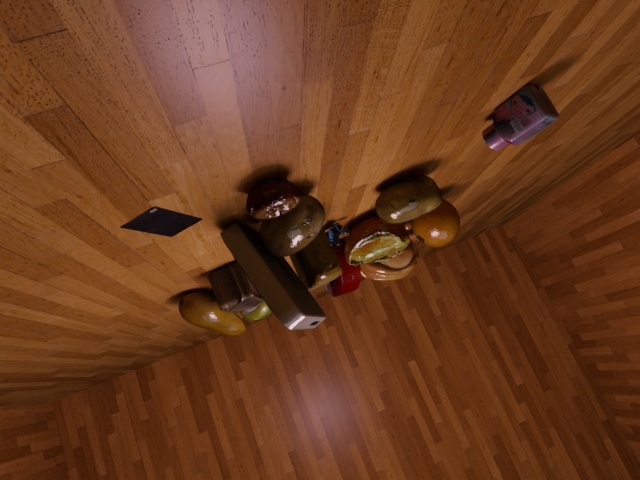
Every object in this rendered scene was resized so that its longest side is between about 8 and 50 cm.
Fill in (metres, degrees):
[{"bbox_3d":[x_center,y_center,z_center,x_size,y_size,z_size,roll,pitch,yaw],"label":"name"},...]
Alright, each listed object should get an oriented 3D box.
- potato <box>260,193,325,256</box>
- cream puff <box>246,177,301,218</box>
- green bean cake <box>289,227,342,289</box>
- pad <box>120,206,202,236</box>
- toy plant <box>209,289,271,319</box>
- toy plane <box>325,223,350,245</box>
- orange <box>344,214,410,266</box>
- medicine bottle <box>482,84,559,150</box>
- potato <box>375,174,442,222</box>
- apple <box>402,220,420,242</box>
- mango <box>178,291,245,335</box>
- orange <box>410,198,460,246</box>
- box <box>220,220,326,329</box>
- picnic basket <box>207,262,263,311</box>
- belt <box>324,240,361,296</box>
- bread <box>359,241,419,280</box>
[{"bbox_3d":[-0.093,-0.037,1.311,0.174,0.159,0.251,13,144,-31],"label":"potato"},{"bbox_3d":[-0.127,-0.113,1.140,0.149,0.084,0.149,-19,169,-4],"label":"cream puff"},{"bbox_3d":[-0.026,0.047,1.570,0.124,0.236,0.233,-19,168,-24],"label":"green bean cake"},{"bbox_3d":[-0.406,-0.045,1.125,0.116,0.004,0.193,-26,166,15],"label":"pad"},{"bbox_3d":[-0.358,0.272,2.036,0.224,0.184,0.316,-9,161,24],"label":"toy plant"},{"bbox_3d":[0.005,0.006,1.755,0.246,0.078,0.169,-27,-158,44],"label":"toy plane"},{"bbox_3d":[0.233,0.002,1.879,0.262,0.196,0.335,-48,159,27],"label":"orange"},{"bbox_3d":[0.576,-0.350,1.271,0.094,0.119,0.188,-8,160,-39],"label":"medicine bottle"},{"bbox_3d":[0.312,-0.147,1.548,0.228,0.148,0.197,-26,178,17],"label":"potato"},{"bbox_3d":[0.471,-0.060,2.124,0.131,0.146,0.146,-8,160,-42],"label":"apple"},{"bbox_3d":[-0.486,0.328,1.906,0.195,0.142,0.331,2,150,33],"label":"mango"},{"bbox_3d":[0.515,-0.080,1.941,0.236,0.236,0.236,-21,165,-6],"label":"orange"},{"bbox_3d":[-0.145,0.124,1.401,0.090,0.373,0.367,-39,164,2],"label":"box"},{"bbox_3d":[-0.333,0.194,1.767,0.139,0.165,0.266,-24,166,1],"label":"picnic basket"},{"bbox_3d":[0.090,0.151,2.091,0.115,0.227,0.323,-16,146,-19],"label":"belt"},{"bbox_3d":[0.330,0.106,2.150,0.316,0.211,0.270,-9,-170,-19],"label":"bread"}]
